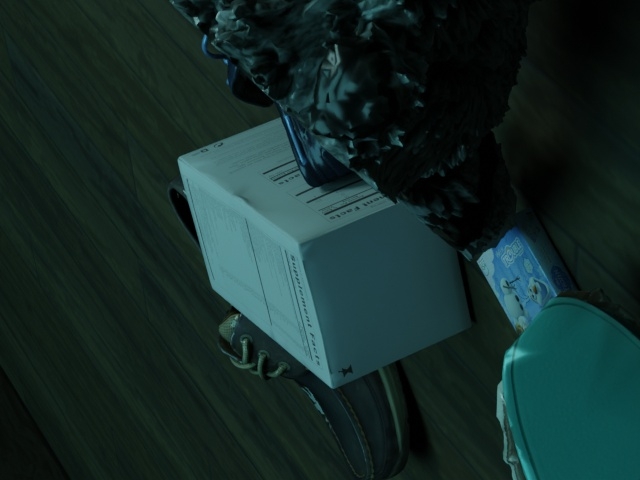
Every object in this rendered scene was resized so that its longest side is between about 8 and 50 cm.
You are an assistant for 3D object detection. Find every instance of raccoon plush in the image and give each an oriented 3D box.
[{"bbox_3d":[0.087,-0.188,1.081,0.216,0.299,0.446,44,-176,19],"label":"raccoon plush"}]

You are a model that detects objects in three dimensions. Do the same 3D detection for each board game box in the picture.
[{"bbox_3d":[0.153,0.033,1.293,0.090,0.020,0.090,63,160,16],"label":"board game box"}]

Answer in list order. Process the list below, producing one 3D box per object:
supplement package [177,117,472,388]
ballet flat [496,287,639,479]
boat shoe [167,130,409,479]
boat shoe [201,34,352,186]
[{"bbox_3d":[0.000,0.000,1.487,0.244,0.134,0.139,35,143,57],"label":"supplement package"},{"bbox_3d":[0.245,0.220,1.116,0.409,0.147,0.147,59,159,24],"label":"ballet flat"},{"bbox_3d":[-0.038,0.074,1.674,0.355,0.130,0.132,63,160,11],"label":"boat shoe"},{"bbox_3d":[-0.044,-0.149,1.452,0.109,0.089,0.258,41,-169,-49],"label":"boat shoe"}]
